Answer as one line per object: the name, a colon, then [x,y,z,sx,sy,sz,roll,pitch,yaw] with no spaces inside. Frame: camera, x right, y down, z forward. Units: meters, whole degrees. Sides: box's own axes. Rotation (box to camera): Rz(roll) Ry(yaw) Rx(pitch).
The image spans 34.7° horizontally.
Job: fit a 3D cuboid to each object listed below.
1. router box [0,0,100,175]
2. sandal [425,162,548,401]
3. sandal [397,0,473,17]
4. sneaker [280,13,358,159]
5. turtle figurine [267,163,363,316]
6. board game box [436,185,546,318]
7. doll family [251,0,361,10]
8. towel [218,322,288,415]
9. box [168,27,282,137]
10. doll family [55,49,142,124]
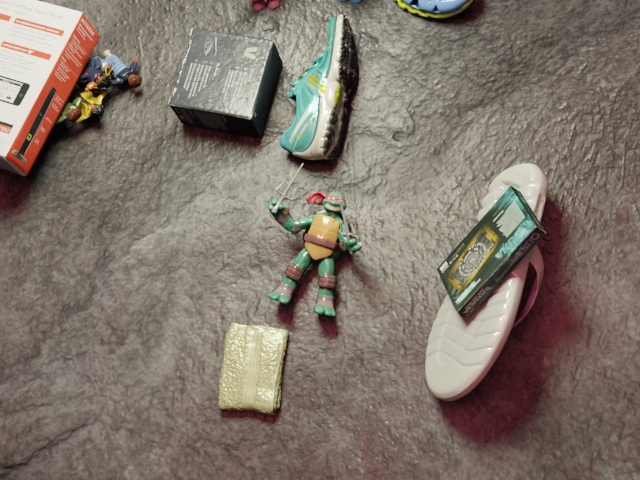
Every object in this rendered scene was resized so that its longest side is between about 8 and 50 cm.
router box: [-0.613,-0.304,1.851,0.335,0.082,0.301,18,74,20]
sandal: [0.294,0.071,1.635,0.102,0.169,0.416,29,75,-25]
sandal: [0.144,-0.519,1.835,0.317,0.138,0.126,38,80,16]
sneaker: [-0.003,-0.275,1.800,0.110,0.107,0.275,8,74,21]
turtle figurine: [0.000,0.000,1.701,0.175,0.118,0.234,14,90,28]
board game box: [0.263,0.018,1.594,0.186,0.026,0.126,-50,27,21]
doll family: [-0.039,-0.512,1.844,0.263,0.163,0.118,-4,72,7]
towel: [-0.114,0.212,1.697,0.110,0.027,0.148,4,73,11]
box: [-0.167,-0.280,1.827,0.158,0.093,0.156,11,74,13]
doll family: [-0.410,-0.278,1.872,0.111,0.076,0.193,34,85,37]
